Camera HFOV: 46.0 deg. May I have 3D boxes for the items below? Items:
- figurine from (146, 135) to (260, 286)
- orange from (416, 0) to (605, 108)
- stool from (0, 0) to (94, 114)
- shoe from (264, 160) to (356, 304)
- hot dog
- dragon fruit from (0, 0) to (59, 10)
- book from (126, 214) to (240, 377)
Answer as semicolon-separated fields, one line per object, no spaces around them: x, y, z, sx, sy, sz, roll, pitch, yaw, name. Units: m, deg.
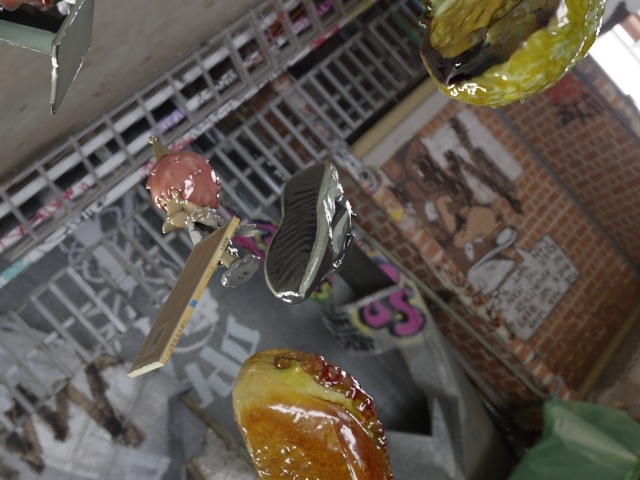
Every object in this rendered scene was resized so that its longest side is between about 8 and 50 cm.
-0.271;-0.076;1.570;0.166;0.387;0.207;-42;166;10;figurine
0.298;-0.351;1.111;0.271;0.210;0.369;-26;-134;45;orange
-0.588;-0.407;1.444;0.270;0.243;0.170;-85;-168;-45;stool
0.000;0.000;0.996;0.099;0.112;0.227;-20;-137;30;shoe
0.009;0.371;1.312;0.223;0.405;0.185;-15;-164;14;hot dog
-0.326;-0.349;0.851;0.182;0.182;0.189;-43;154;-12;dragon fruit
-0.203;0.086;1.114;0.170;0.018;0.242;-28;-147;58;book
